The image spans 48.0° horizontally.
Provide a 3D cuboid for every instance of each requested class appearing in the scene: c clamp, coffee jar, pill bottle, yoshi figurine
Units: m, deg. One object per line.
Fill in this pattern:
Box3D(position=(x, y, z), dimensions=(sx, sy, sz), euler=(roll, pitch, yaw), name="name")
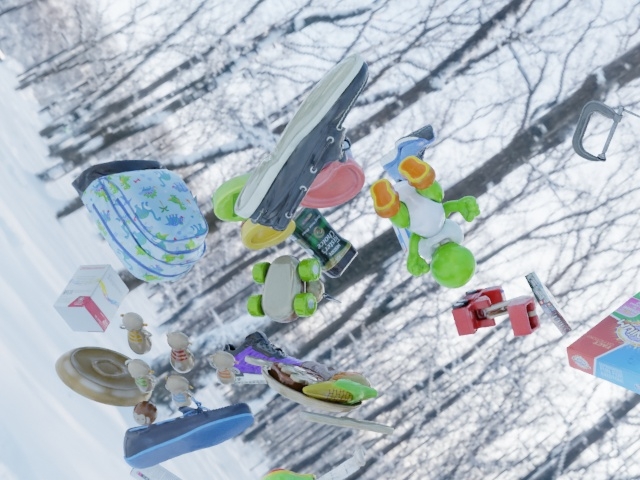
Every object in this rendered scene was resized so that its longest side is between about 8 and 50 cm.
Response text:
Box3D(position=(0.623, -0.237, 1.587), dimensions=(0.137, 0.022, 0.160), euler=(45, -38, 31), name="c clamp")
Box3D(position=(0.000, 0.000, 1.706), dimensions=(0.184, 0.096, 0.079), euler=(45, -23, -15), name="coffee jar")
Box3D(position=(0.281, -0.068, 2.219), dimensions=(0.124, 0.124, 0.221), euler=(94, -23, -72), name="pill bottle")
Box3D(position=(0.272, -0.014, 1.691), dimensions=(0.204, 0.203, 0.362), euler=(-1, -35, 37), name="yoshi figurine")

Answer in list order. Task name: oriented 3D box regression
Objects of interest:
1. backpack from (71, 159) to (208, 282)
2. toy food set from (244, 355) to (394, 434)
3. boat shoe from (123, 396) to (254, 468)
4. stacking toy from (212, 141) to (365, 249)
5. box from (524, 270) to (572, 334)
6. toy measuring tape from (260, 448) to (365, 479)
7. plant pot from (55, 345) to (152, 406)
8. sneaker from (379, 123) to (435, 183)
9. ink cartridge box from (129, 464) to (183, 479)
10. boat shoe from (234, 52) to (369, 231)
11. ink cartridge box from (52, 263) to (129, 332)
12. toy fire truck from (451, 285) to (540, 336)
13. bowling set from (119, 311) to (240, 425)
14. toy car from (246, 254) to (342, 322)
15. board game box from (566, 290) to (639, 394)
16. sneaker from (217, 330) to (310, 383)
Box3D(position=(-0.466, -0.054, 1.977), dimensions=(0.273, 0.290, 0.355), euler=(-28, -103, 38), name="backpack")
Box3D(position=(-0.004, 0.160, 0.830), dimensions=(0.132, 0.038, 0.192), euler=(17, 3, -29), name="toy food set")
Box3D(position=(-0.262, 0.358, 1.408), dimensions=(0.109, 0.258, 0.089), euler=(92, -21, -47), name="boat shoe")
Box3D(position=(-0.084, -0.132, 1.477), dimensions=(0.279, 0.309, 0.130), euler=(36, 28, -60), name="stacking toy")
Box3D(position=(0.510, 0.141, 1.610), dimensions=(0.137, 0.027, 0.094), euler=(44, 21, -38), name="box")
Box3D(position=(-0.050, 0.588, 1.750), dimensions=(0.121, 0.330, 0.121), euler=(49, 17, -21), name="toy measuring tape")
Box3D(position=(-0.509, 0.315, 1.715), dimensions=(0.236, 0.032, 0.236), euler=(25, 11, -5), name="plant pot")
Box3D(position=(0.320, -0.280, 2.440), dimensions=(0.147, 0.130, 0.330), euler=(58, -20, 7), name="sneaker")
Box3D(position=(-0.287, 0.697, 1.837), dimensions=(0.330, 0.071, 0.324), euler=(21, -26, 32), name="ink cartridge box")
Box3D(position=(-0.008, -0.156, 1.233), dimensions=(0.113, 0.340, 0.127), euler=(33, 7, -22), name="boat shoe")
Box3D(position=(-0.705, 0.177, 2.221), dimensions=(0.128, 0.176, 0.127), euler=(-2, -46, 25), name="ink cartridge box")
Box3D(position=(0.278, 0.106, 1.116), dimensions=(0.192, 0.135, 0.047), euler=(-23, 98, -63), name="toy fire truck")
Box3D(position=(-0.333, 0.297, 1.558), dimensions=(0.287, 0.199, 0.154), euler=(16, -34, 7), name="bowling set")
Box3D(position=(-0.042, 0.124, 1.602), dimensions=(0.155, 0.148, 0.188), euler=(-5, -21, 33), name="toy car")
Box3D(position=(0.822, 0.252, 1.811), dimensions=(0.242, 0.317, 0.064), euler=(18, -48, 56), name="board game box")
Box3D(position=(-0.152, 0.320, 1.977), dimensions=(0.102, 0.294, 0.146), euler=(31, 56, -66), name="sneaker")
